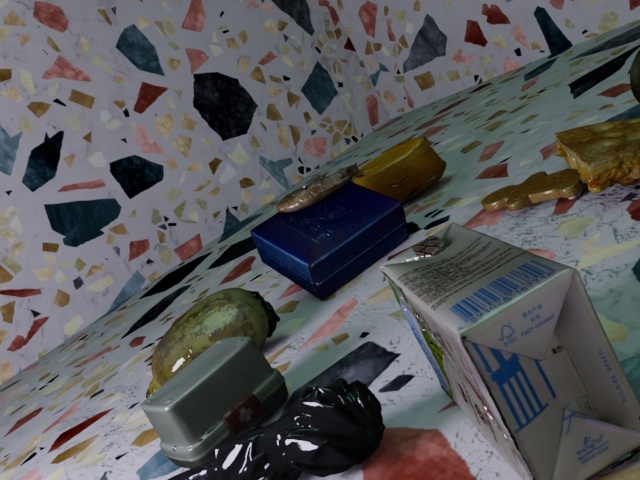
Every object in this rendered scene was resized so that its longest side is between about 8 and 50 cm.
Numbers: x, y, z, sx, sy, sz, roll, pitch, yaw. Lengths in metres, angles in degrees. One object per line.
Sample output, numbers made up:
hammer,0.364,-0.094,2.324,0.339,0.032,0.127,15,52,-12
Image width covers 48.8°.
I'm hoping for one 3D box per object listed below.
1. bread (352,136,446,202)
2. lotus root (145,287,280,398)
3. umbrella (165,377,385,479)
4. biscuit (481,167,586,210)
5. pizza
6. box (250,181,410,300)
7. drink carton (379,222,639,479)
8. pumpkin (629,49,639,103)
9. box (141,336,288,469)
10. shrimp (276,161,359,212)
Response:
bread,0.222,-0.184,2.008,0.269,0.143,0.195,-27,15,21
lotus root,-0.230,0.216,1.426,0.309,0.173,0.173,-39,14,-9
umbrella,-0.074,0.275,0.910,0.340,0.118,0.118,-25,13,19
biscuit,0.436,-0.098,1.430,0.240,0.035,0.158,-15,16,47
pizza,0.577,-0.175,1.273,0.268,0.087,0.258,-16,20,12
box,0.020,-0.017,1.672,0.279,0.116,0.261,-35,37,-22
drink carton,0.192,0.108,0.770,0.132,0.194,0.324,-28,12,-4
pumpkin,0.727,-0.322,1.379,0.237,0.159,0.238,-7,17,2
box,-0.169,0.258,1.136,0.210,0.129,0.148,-39,14,-35
shrimp,-0.008,-0.129,1.712,0.223,0.048,0.126,-28,18,-8
